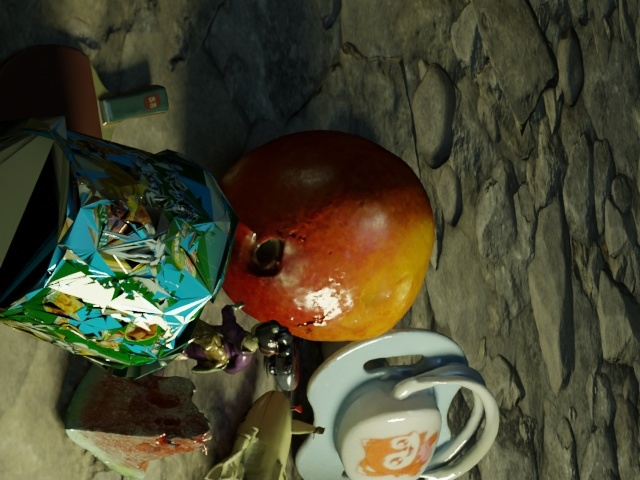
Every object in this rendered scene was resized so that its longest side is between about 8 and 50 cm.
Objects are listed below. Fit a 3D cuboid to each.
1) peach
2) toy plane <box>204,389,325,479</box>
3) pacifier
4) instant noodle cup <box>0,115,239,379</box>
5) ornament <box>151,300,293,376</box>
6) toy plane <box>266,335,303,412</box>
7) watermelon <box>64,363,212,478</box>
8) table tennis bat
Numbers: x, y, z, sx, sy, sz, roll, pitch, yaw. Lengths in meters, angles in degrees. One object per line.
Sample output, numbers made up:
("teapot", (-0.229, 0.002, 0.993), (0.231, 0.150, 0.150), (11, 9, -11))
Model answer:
("peach", (0.000, 0.000, 1.742), (0.281, 0.238, 0.281), (25, 49, -33))
("toy plane", (-0.077, 0.289, 1.740), (0.242, 0.104, 0.256), (72, 37, -50))
("pacifier", (0.076, 0.190, 1.910), (0.233, 0.244, 0.299), (-118, -151, -43))
("instant noodle cup", (-0.226, 0.002, 1.399), (0.178, 0.240, 0.240), (22, 68, -47))
("ornament", (-0.114, 0.103, 1.594), (0.088, 0.203, 0.081), (32, 52, -52))
("toy plane", (-0.041, 0.172, 1.864), (0.060, 0.037, 0.145), (37, 51, -65))
("watermelon", (-0.191, 0.173, 1.527), (0.121, 0.158, 0.098), (27, 61, -25))
("table tennis bat", (-0.249, -0.132, 1.557), (0.274, 0.021, 0.154), (-21, 105, -57))
